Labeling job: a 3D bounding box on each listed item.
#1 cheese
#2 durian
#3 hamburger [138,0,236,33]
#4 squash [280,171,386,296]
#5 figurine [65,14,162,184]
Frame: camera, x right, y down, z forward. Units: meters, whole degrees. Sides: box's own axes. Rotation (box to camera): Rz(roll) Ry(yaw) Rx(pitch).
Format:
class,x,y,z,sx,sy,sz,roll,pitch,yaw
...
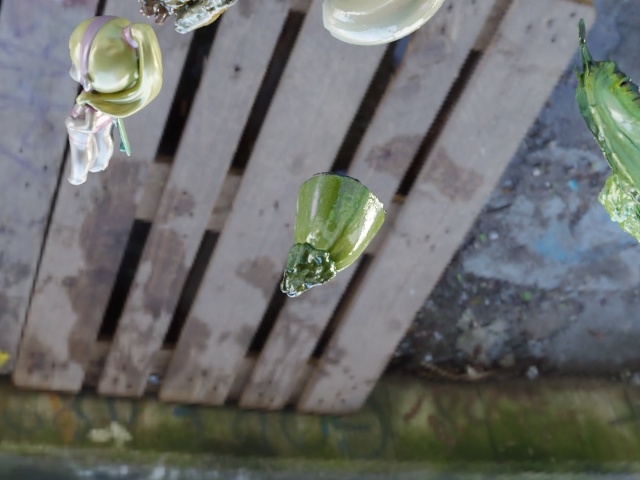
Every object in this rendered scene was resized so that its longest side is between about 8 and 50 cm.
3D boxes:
class,x,y,z,sx,sy,sz,roll,pitch,yaw
cheese,0.124,-0.324,1.417,0.248,0.164,0.071,0,164,28
durian,0.320,-0.045,1.008,0.132,0.375,0.107,-35,151,0
hamburger,-0.080,-0.330,1.087,0.155,0.245,0.282,40,82,-20
squash,0.006,0.006,1.266,0.105,0.132,0.105,12,141,10
figurine,-0.179,-0.117,0.981,0.083,0.083,0.187,7,135,-17
